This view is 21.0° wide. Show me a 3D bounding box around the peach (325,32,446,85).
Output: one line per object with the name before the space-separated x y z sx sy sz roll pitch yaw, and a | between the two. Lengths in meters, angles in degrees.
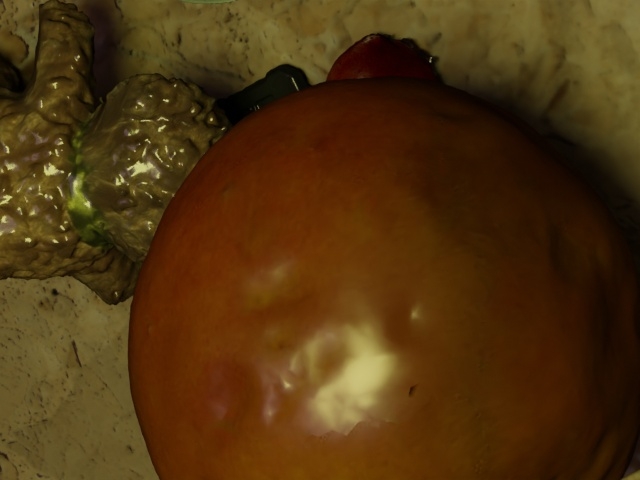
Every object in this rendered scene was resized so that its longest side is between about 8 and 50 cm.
peach | 0.041 -0.097 1.228 0.098 0.061 0.098 13 114 32

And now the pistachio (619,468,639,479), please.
pistachio | 0.297 0.179 0.913 0.309 0.230 0.229 -11 97 31

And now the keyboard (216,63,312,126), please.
keyboard | 0.000 0.000 1.303 0.106 0.016 0.262 -26 89 33

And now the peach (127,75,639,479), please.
peach | 0.046 0.057 1.109 0.343 0.343 0.301 -29 62 32

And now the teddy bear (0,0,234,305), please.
teddy bear | -0.181 -0.067 1.319 0.223 0.296 0.246 -11 108 -11

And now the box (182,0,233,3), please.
box | -0.046 -0.281 1.178 0.226 0.149 0.226 8 106 28
